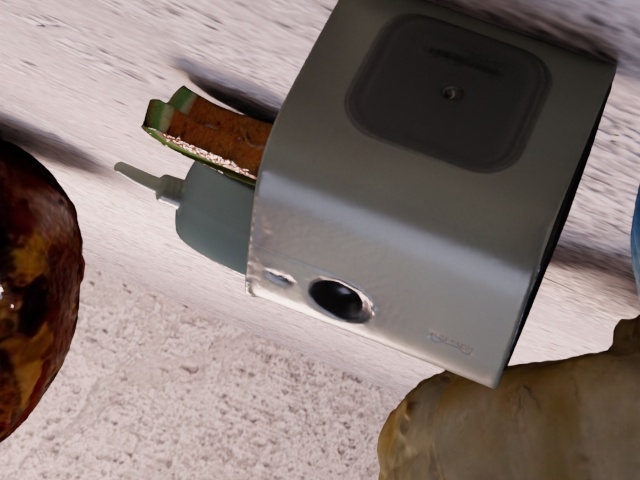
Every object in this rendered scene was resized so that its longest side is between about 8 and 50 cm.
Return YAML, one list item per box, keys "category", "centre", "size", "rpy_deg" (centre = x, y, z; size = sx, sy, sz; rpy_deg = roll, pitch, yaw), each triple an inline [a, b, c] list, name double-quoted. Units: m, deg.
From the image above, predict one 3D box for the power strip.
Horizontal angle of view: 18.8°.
- category: "power strip"
  centre: [0.000, 0.000, 0.972]
  size: [0.216, 0.044, 0.137]
  rpy_deg: [20, -171, 8]

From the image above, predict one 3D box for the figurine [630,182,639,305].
- category: "figurine"
  centre: [0.137, 0.007, 0.609]
  size: [0.114, 0.079, 0.114]
  rpy_deg: [26, -150, -16]

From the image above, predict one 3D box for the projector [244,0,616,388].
- category: "projector"
  centre: [0.032, -0.017, 0.564]
  size: [0.082, 0.083, 0.083]
  rpy_deg: [21, 144, 8]

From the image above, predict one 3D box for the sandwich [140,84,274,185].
- category: "sandwich"
  centre: [-0.023, -0.039, 0.878]
  size: [0.135, 0.029, 0.067]
  rpy_deg: [22, 176, -26]

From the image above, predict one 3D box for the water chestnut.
- category: "water chestnut"
  centre: [-0.332, 0.049, 1.362]
  size: [0.335, 0.335, 0.347]
  rpy_deg: [24, -151, -24]

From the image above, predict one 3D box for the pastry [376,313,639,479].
- category: "pastry"
  centre: [0.143, 0.107, 0.982]
  size: [0.236, 0.121, 0.257]
  rpy_deg: [1, 169, -27]
